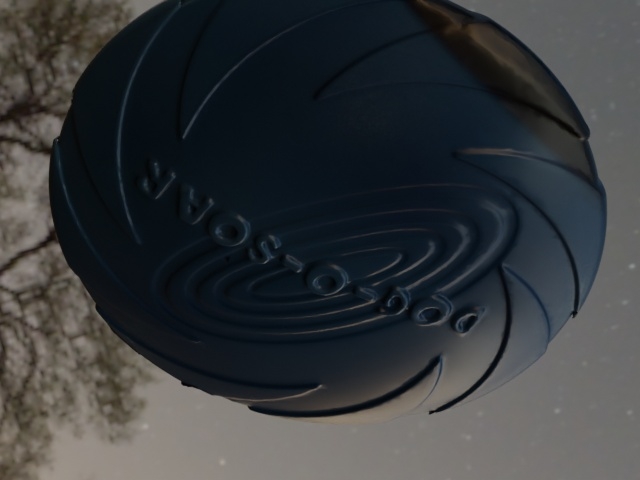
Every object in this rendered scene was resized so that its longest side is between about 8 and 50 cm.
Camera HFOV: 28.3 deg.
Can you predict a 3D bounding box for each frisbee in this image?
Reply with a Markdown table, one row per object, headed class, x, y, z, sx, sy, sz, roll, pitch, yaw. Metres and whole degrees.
| class | x | y | z | sx | sy | sz | roll | pitch | yaw |
| --- | --- | --- | --- | --- | --- | --- | --- | --- | --- |
| frisbee | 0.000 | 0.000 | 0.542 | 0.045 | 0.242 | 0.242 | -82 | 178 | -51 |
